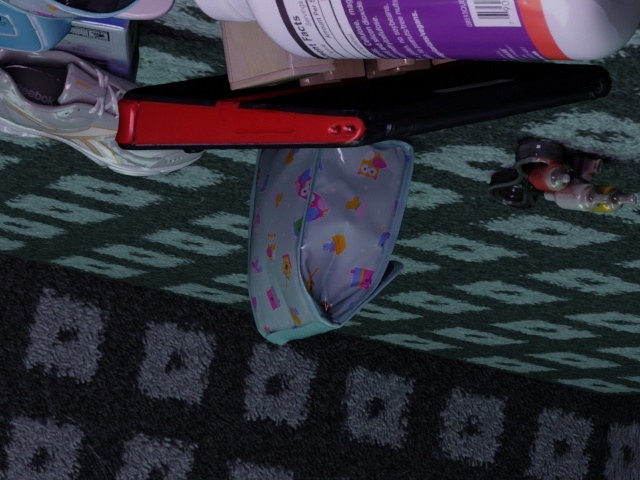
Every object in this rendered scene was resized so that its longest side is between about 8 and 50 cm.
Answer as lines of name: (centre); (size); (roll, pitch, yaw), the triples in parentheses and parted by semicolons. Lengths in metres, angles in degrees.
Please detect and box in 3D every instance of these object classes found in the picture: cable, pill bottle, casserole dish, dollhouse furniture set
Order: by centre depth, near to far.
pill bottle: (0.066, -0.221, 1.280); (0.323, 0.181, 0.181); (4, 168, 29)
dollhouse furniture set: (0.037, -0.225, 1.520); (0.242, 0.161, 0.212); (-10, -178, -35)
casserole dish: (-0.324, -0.223, 1.682); (0.188, 0.037, 0.114); (11, 154, 16)
cable: (0.262, -0.064, 2.203); (0.139, 0.072, 0.287); (20, 166, -21)

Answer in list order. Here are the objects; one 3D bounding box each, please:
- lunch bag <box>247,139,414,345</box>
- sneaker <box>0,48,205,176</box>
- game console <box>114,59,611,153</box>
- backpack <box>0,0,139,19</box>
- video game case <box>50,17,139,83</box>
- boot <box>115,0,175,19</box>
lunch bag: (0.000, 0.000, 2.253); (0.160, 0.262, 0.223); (14, 167, -22)
sneaker: (-0.235, -0.139, 1.862); (0.262, 0.099, 0.121); (11, 164, -13)
game console: (0.035, -0.127, 1.687); (0.342, 0.060, 0.387); (8, -164, 42)
backpack: (-0.192, -0.255, 1.301); (0.166, 0.188, 0.144); (18, 166, -41)
video game case: (-0.327, -0.232, 1.864); (0.270, 0.061, 0.244); (10, 168, -3)
boot: (-0.227, -0.251, 1.701); (0.190, 0.069, 0.086); (18, 174, 2)
